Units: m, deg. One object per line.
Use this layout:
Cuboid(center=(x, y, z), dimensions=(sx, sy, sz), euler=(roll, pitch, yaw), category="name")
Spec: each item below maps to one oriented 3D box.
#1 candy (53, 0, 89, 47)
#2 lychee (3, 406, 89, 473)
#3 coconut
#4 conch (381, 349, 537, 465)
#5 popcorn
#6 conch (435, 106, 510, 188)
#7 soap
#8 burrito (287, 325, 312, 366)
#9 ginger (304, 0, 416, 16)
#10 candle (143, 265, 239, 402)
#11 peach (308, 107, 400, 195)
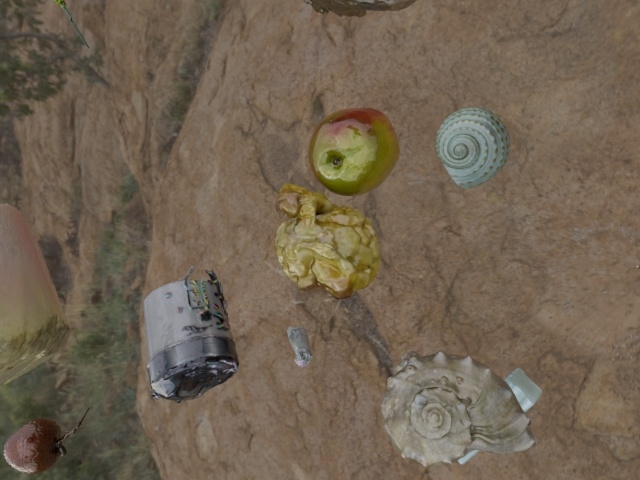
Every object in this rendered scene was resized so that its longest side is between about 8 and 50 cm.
Cuboid(center=(-0.479, -0.430, 0.778), dimensions=(0.035, 0.035, 0.123), euler=(42, 156, 53), category="candy")
Cuboid(center=(-0.579, 0.419, 0.847), dimensions=(0.140, 0.101, 0.114), euler=(-16, 66, 16), category="lychee")
Cuboid(center=(-0.546, 0.072, 0.562), dimensions=(0.297, 0.297, 0.310), euler=(-33, 85, 32), category="coconut")
Cuboid(center=(0.293, 0.338, 0.873), dimensions=(0.297, 0.352, 0.210), euler=(3, 92, 23), category="conch")
Cuboid(center=(0.000, 0.000, 1.024), dimensions=(0.265, 0.225, 0.332), euler=(-23, 116, 41), category="popcorn")
Cuboid(center=(0.350, -0.216, 0.902), dimensions=(0.172, 0.200, 0.131), euler=(58, 151, -4), category="conch")
Cuboid(center=(0.470, 0.480, 1.123), dimensions=(0.087, 0.159, 0.265), euler=(48, 113, 29), category="soap")
Cuboid(center=(-0.068, 0.336, 1.328), dimensions=(0.064, 0.064, 0.203), euler=(-66, 19, 15), category="burrito")
Cuboid(center=(0.044, -0.414, 0.678), dimensions=(0.084, 0.122, 0.290), euler=(-47, 40, 0), category="ginger")
Cuboid(center=(-0.300, 0.177, 0.921), dimensions=(0.187, 0.187, 0.330), euler=(-43, 51, 28), category="candle")
Cuboid(center=(0.083, -0.223, 1.017), dimensions=(0.231, 0.231, 0.231), euler=(-3, 85, 38), category="peach")
